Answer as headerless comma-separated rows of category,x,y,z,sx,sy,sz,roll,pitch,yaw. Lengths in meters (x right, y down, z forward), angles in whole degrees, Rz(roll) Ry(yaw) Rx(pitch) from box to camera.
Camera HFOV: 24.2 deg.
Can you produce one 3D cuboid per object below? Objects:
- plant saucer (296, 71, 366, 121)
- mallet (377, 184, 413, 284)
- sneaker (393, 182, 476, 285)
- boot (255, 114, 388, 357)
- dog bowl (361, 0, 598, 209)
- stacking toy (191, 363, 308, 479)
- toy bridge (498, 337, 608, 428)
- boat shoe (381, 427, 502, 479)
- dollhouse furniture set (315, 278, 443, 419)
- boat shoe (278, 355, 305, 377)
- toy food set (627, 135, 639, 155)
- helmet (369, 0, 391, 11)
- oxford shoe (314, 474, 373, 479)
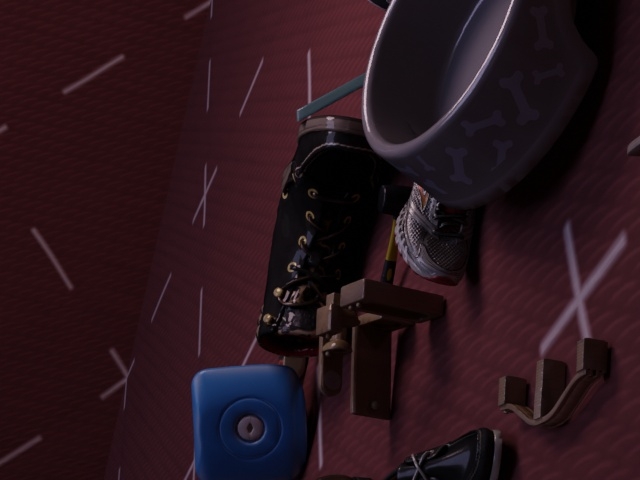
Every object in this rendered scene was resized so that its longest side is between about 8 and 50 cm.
plant saucer,0.051,-0.211,2.004,0.018,0.192,0.067,61,-175,-4
mallet,0.101,0.018,1.906,0.039,0.062,0.189,-110,21,-65
sneaker,0.140,-0.052,1.705,0.093,0.088,0.225,128,150,-55
boot,0.000,0.000,2.066,0.377,0.138,0.284,137,144,-71
dog bowl,0.165,-0.211,1.584,0.349,0.102,0.348,-46,31,39
stacking toy,-0.105,0.254,2.273,0.302,0.166,0.175,-117,24,-84
toy bridge,0.214,0.143,1.402,0.188,0.026,0.063,137,142,-65
boat shoe,0.121,0.253,1.557,0.233,0.079,0.084,130,150,-56
dollhouse furniture set,0.066,0.132,1.772,0.151,0.144,0.123,-24,59,54
boat shoe,-0.037,0.142,2.265,0.043,0.049,0.137,-163,81,-77
toy food set,0.315,-0.241,1.219,0.220,0.092,0.306,136,144,-63
helmet,0.115,-0.360,1.895,0.161,0.169,0.169,73,-152,-85
oxford shoe,-0.003,0.399,1.848,0.083,0.096,0.227,179,102,-72
